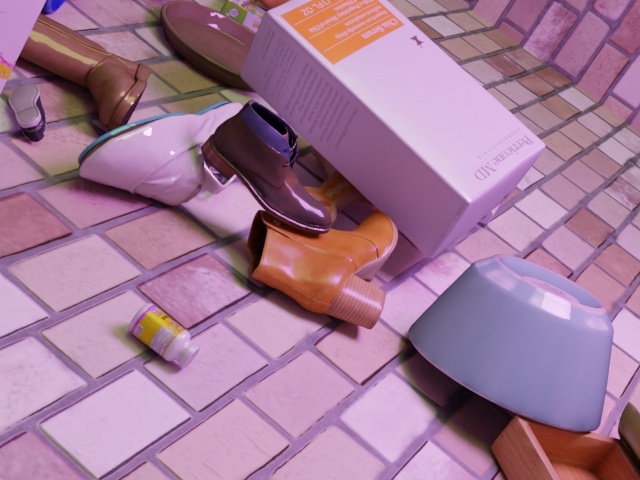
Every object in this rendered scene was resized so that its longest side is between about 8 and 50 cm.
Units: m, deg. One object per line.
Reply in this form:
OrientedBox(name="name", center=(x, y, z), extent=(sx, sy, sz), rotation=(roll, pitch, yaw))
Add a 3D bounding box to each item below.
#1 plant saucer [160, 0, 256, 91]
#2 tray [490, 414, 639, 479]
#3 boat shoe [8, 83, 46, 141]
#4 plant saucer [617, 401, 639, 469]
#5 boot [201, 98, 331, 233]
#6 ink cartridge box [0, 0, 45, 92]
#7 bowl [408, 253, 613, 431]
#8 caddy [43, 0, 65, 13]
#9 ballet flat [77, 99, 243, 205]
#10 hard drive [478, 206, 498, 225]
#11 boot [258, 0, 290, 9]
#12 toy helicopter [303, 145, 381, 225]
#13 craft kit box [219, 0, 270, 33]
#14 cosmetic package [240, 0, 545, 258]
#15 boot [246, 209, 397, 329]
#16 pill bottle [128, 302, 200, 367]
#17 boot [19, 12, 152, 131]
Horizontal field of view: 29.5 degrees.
OrientedBox(name="plant saucer", center=(-0.186, -0.368, 2.336), extent=(0.278, 0.041, 0.278), rotation=(26, 26, -13))
OrientedBox(name="tray", center=(0.389, 0.409, 1.560), extent=(0.203, 0.076, 0.411), rotation=(17, 30, -31))
OrientedBox(name="boat shoe", center=(-0.415, -0.184, 1.737), extent=(0.046, 0.038, 0.125), rotation=(-22, 38, -9))
OrientedBox(name="plant saucer", center=(0.483, 0.342, 1.717), extent=(0.241, 0.037, 0.241), rotation=(61, 4, -7))
OrientedBox(name="boot", center=(-0.054, -0.102, 1.721), extent=(0.219, 0.106, 0.082), rotation=(35, 29, -10))
OrientedBox(name="ink cartridge box", center=(-0.510, -0.295, 1.552), extent=(0.198, 0.270, 0.197), rotation=(46, 27, 27))
OrientedBox(name="bowl", center=(0.301, 0.129, 1.776), extent=(0.311, 0.163, 0.311), rotation=(23, 12, -5))
OrientedBox(name="caddy", center=(-0.444, -0.533, 2.103), extent=(0.179, 0.241, 0.341), rotation=(23, 27, -6))
OrientedBox(name="ballet flat", center=(-0.197, -0.122, 1.795), extent=(0.139, 0.139, 0.400), rotation=(38, 25, 11))
OrientedBox(name="hard drive", center=(0.289, -0.142, 2.479), extent=(0.203, 0.040, 0.307), rotation=(35, 25, 5))
OrientedBox(name="boot", center=(-0.040, -0.460, 2.518), extent=(0.197, 0.073, 0.152), rotation=(18, 33, -23))
OrientedBox(name="toy helicopter", center=(0.062, -0.084, 2.054), extent=(0.235, 0.140, 0.355), rotation=(45, 37, 6))
OrientedBox(name="craft kit box", center=(-0.081, -0.465, 2.620), extent=(0.247, 0.061, 0.250), rotation=(32, 25, -7))
OrientedBox(name="cosmetic package", center=(0.113, -0.214, 1.990), extent=(0.453, 0.161, 0.230), rotation=(44, 50, 12))
OrientedBox(name="boot", center=(-0.001, 0.001, 1.808), extent=(0.211, 0.104, 0.295), rotation=(28, 29, -11))
OrientedBox(name="pill bottle", center=(-0.186, 0.115, 1.454), extent=(0.083, 0.043, 0.043), rotation=(37, 25, 8))
OrientedBox(name="boot", center=(-0.403, -0.274, 1.868), extent=(0.269, 0.089, 0.236), rotation=(27, 15, -12))
